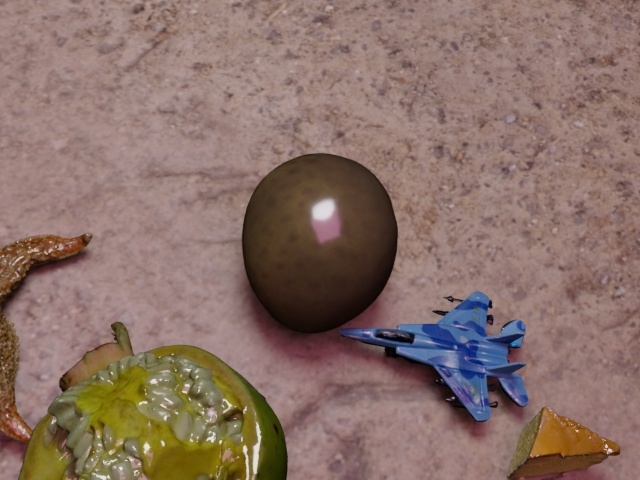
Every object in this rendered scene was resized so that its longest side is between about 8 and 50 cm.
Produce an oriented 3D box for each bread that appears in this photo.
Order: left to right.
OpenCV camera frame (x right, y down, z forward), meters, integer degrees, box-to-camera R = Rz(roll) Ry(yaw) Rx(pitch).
[{"bbox_3d":[0.289,0.266,0.893,0.109,0.084,0.080,28,49,3],"label":"bread"}]

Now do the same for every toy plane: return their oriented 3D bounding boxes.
[{"bbox_3d":[0.143,0.136,0.929,0.246,0.078,0.169,6,64,-2],"label":"toy plane"}]

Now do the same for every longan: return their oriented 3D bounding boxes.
[{"bbox_3d":[0.000,0.000,0.896,0.197,0.196,0.220,9,67,-8],"label":"longan"}]

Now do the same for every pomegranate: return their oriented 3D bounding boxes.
[{"bbox_3d":[-0.172,0.214,0.744,0.260,0.260,0.340,-19,42,-20],"label":"pomegranate"}]

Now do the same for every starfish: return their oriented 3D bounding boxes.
[{"bbox_3d":[-0.419,0.111,0.811,0.302,0.084,0.293,5,63,-14],"label":"starfish"}]
